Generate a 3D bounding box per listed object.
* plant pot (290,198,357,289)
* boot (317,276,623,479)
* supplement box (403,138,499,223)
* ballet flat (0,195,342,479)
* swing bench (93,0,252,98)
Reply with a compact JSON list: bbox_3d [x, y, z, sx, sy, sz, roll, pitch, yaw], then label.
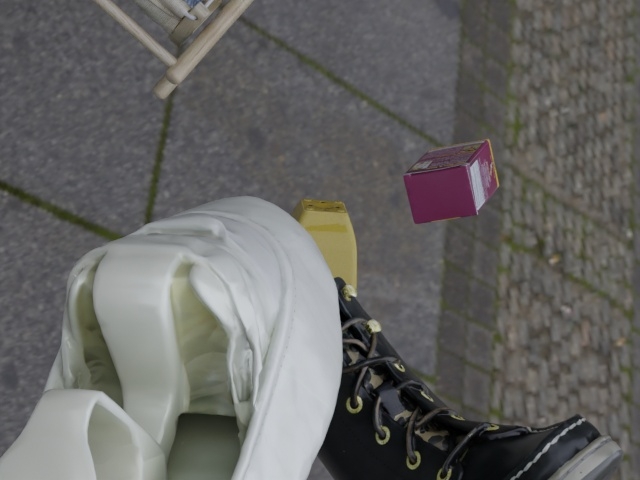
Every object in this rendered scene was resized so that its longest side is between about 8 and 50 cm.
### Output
[{"bbox_3d":[0.000,0.000,1.332,0.081,0.081,0.083,4,107,-7],"label":"plant pot"},{"bbox_3d":[0.046,0.095,0.650,0.085,0.236,0.179,-32,78,-25],"label":"boot"},{"bbox_3d":[0.106,-0.048,0.969,0.083,0.055,0.043,-42,121,-63],"label":"supplement box"},{"bbox_3d":[-0.074,0.083,0.517,0.139,0.139,0.400,45,36,-27],"label":"ballet flat"},{"bbox_3d":[-0.172,-0.332,1.289,0.253,0.165,0.255,41,82,-10],"label":"swing bench"}]
